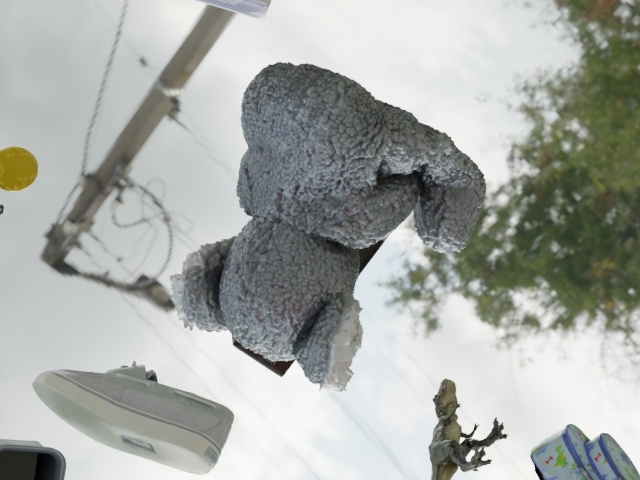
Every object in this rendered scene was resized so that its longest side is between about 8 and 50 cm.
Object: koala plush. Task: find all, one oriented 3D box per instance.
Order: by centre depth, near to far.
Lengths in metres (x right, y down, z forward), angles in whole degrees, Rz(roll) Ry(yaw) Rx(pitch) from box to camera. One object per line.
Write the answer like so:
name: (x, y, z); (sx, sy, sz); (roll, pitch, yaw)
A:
koala plush: (-0.011, -0.007, 0.844); (0.196, 0.221, 0.203); (25, 177, 26)

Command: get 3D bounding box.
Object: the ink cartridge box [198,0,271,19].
ink cartridge box: (-0.182, -0.465, 1.294); (0.324, 0.071, 0.330); (14, -101, -12)

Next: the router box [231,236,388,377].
router box: (0.000, 0.000, 1.411); (0.081, 0.309, 0.243); (35, -174, -13)

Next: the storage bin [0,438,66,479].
storage bin: (-0.330, 0.281, 1.193); (0.098, 0.135, 0.091); (8, -177, -22)

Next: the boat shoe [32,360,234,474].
boat shoe: (-0.194, 0.174, 1.145); (0.228, 0.079, 0.081); (17, -129, 21)

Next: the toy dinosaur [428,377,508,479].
toy dinosaur: (0.194, 0.300, 1.537); (0.064, 0.118, 0.268); (53, -145, -23)

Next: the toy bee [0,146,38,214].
toy bee: (-0.443, -0.080, 1.248); (0.195, 0.298, 0.162); (-14, -76, -30)

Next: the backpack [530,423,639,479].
backpack: (0.278, 0.243, 1.114); (0.114, 0.084, 0.105); (55, -165, 21)
